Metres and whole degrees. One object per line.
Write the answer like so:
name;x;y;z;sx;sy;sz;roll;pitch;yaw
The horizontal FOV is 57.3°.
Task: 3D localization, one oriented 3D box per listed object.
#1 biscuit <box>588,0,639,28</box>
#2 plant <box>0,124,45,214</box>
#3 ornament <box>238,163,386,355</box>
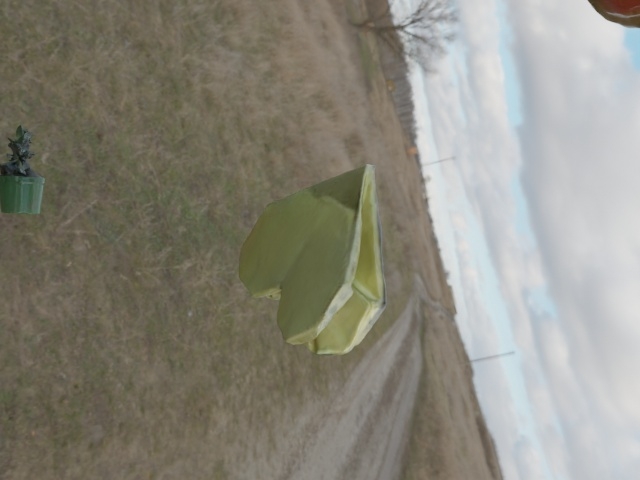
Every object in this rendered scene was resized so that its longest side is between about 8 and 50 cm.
biscuit;0.374;-0.095;0.314;0.394;0.368;0.076;34;64;-43
plant;-0.337;-0.080;0.660;0.051;0.051;0.102;-7;97;-79
ornament;0.000;0.000;0.578;0.059;0.180;0.201;27;8;-36
